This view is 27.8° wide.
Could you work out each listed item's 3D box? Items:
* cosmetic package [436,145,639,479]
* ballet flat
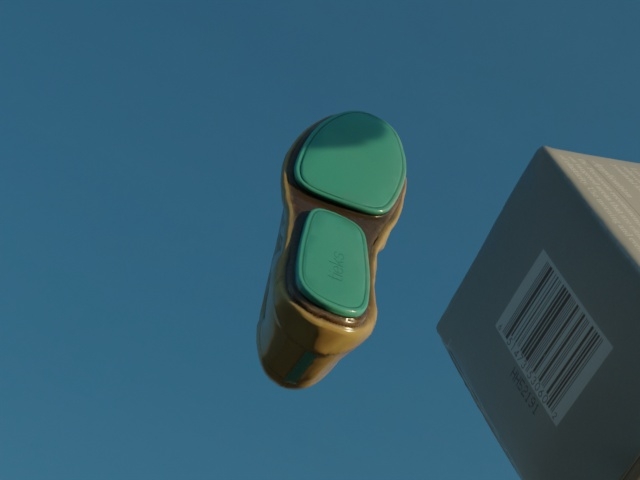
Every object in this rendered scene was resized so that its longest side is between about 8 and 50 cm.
[{"bbox_3d":[0.184,0.048,0.513,0.238,0.127,0.107,10,-57,-29],"label":"cosmetic package"},{"bbox_3d":[0.000,0.000,0.767,0.080,0.232,0.073,25,-57,-4],"label":"ballet flat"}]
